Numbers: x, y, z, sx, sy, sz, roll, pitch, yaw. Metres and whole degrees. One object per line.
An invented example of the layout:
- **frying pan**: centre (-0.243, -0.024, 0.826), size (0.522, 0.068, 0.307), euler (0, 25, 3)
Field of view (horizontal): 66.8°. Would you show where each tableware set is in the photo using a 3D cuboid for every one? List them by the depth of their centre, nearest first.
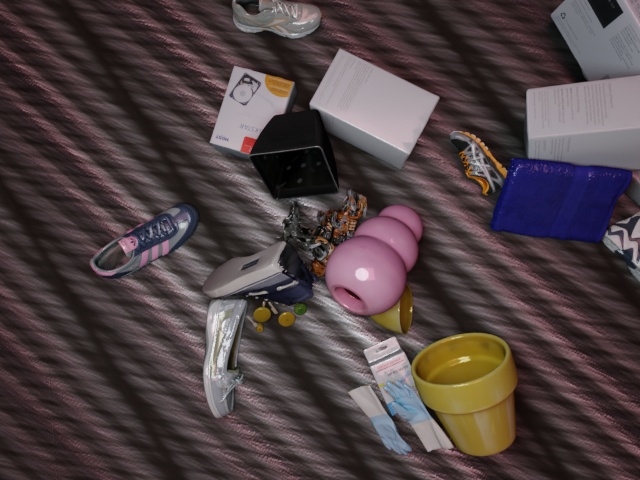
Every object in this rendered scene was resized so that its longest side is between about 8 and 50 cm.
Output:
- **tableware set**: centre (-0.120, 0.204, 1.359), size (0.154, 0.024, 0.104), euler (-32, 116, 2)

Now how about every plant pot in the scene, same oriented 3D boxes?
- **plant pot**: centre (0.386, 0.401, 1.245), size (0.254, 0.254, 0.238), euler (-19, 101, 0)
- **plant pot**: centre (-0.056, -0.233, 1.274), size (0.188, 0.188, 0.166), euler (-4, 57, 16)
- **plant pot**: centre (0.187, 0.185, 1.322), size (0.095, 0.134, 0.134), euler (0, 85, 25)

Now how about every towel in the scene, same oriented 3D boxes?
- **towel**: centre (0.634, -0.110, 1.308), size (0.309, 0.076, 0.227), euler (6, 124, -1)

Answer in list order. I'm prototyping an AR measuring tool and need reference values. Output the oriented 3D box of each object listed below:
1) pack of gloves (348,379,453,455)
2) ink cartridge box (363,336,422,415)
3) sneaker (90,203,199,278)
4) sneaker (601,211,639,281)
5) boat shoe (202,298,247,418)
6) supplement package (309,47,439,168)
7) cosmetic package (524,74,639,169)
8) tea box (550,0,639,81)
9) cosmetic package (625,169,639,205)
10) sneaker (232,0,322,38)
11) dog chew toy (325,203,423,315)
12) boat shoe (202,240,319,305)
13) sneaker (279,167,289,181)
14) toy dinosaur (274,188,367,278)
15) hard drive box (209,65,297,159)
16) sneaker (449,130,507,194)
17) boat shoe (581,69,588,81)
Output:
- **pack of gloves**: centre (0.197, 0.475, 1.267), size (0.195, 0.046, 0.232), euler (-32, 95, 37)
- **ink cartridge box**: centre (0.201, 0.368, 1.329), size (0.105, 0.061, 0.181), euler (-25, 86, 0)
- **sneaker**: centre (-0.482, 0.004, 1.339), size (0.319, 0.131, 0.112), euler (-37, 85, -2)
- **sneaker**: centre (0.908, 0.023, 1.322), size (0.153, 0.094, 0.235), euler (-41, 76, 7)
- **boat shoe**: centre (-0.252, 0.317, 1.320), size (0.103, 0.118, 0.319), euler (-1, 79, 6)
- **supplement package**: centre (0.141, -0.351, 1.328), size (0.293, 0.175, 0.177), euler (28, 86, 4)
- **cosmetic package**: centre (0.724, -0.284, 1.220), size (0.386, 0.217, 0.156), euler (-2, 69, 20)
- **tea box**: centre (0.869, -0.575, 1.283), size (0.324, 0.220, 0.328), euler (-24, 85, -11)
- **cosmetic package**: centre (0.899, -0.186, 1.337), size (0.127, 0.107, 0.238), euler (-45, 89, -1)
- **sneaker**: centre (-0.127, -0.649, 1.384), size (0.263, 0.121, 0.099), euler (0, 87, 1)
- **dog chew toy**: centre (0.157, 0.033, 1.260), size (0.207, 0.206, 0.331), euler (36, 59, 4)
- **boat shoe**: centre (-0.162, 0.121, 1.291), size (0.158, 0.341, 0.127), euler (47, 46, -26)
- **sneaker**: centre (-0.119, -0.170, 1.383), size (0.135, 0.051, 0.070), euler (11, 81, -2)
- **toy dinosaur**: centre (0.000, 0.000, 1.326), size (0.219, 0.164, 0.321), euler (30, 75, -12)
- **hard drive box**: centre (-0.186, -0.350, 1.380), size (0.181, 0.089, 0.231), euler (15, 87, 3)
- **sneaker**: centre (0.435, -0.219, 1.360), size (0.083, 0.084, 0.215), euler (-43, 87, 3)
- **boat shoe**: centre (0.791, -0.468, 1.387), size (0.038, 0.046, 0.125), euler (-30, 88, -1)
